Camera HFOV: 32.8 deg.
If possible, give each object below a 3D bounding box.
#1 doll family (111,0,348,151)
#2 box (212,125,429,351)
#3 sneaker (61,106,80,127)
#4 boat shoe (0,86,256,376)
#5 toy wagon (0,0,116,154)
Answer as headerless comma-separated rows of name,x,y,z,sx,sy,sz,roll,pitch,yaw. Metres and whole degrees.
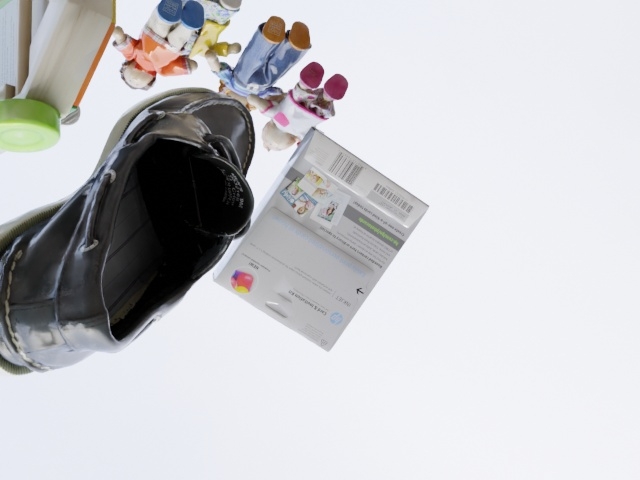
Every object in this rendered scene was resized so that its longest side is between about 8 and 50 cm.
doll family,-0.094,-0.193,1.167,0.263,0.163,0.118,24,-123,-19
box,0.000,0.000,1.115,0.145,0.186,0.038,32,-175,-12
sneaker,-0.360,-0.167,1.305,0.134,0.070,0.051,17,-94,-25
boat shoe,-0.104,-0.022,0.749,0.340,0.113,0.127,-44,-55,-57
toy wagon,-0.289,-0.171,0.885,0.068,0.344,0.267,15,-116,-44
